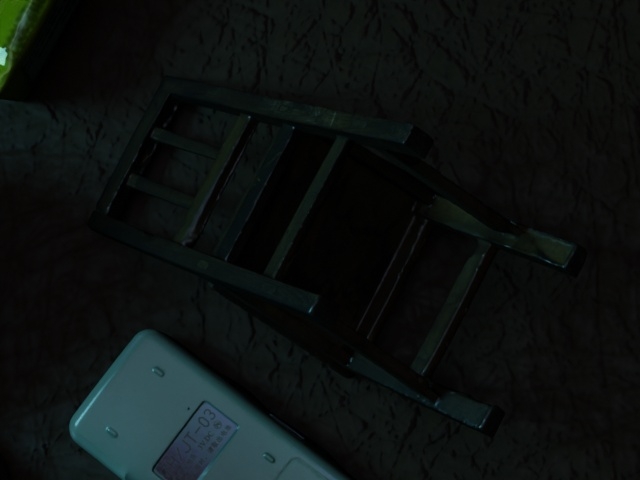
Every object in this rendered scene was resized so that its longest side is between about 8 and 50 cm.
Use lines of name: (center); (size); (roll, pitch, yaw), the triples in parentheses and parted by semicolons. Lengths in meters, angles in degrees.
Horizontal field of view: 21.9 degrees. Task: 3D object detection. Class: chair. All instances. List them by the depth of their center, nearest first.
chair: (0.000, 0.000, 1.537); (0.240, 0.416, 0.203); (31, 83, -34)

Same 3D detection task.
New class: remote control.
remote control: (-0.087, 0.216, 1.558); (0.296, 0.056, 0.140); (36, 87, 10)

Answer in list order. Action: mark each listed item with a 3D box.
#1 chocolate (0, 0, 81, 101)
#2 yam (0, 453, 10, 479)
chocolate: (-0.354, -0.315, 1.644); (0.289, 0.137, 0.301); (27, 85, 11)
yam: (-0.355, 0.270, 1.503); (0.154, 0.254, 0.154); (-1, 99, -7)
